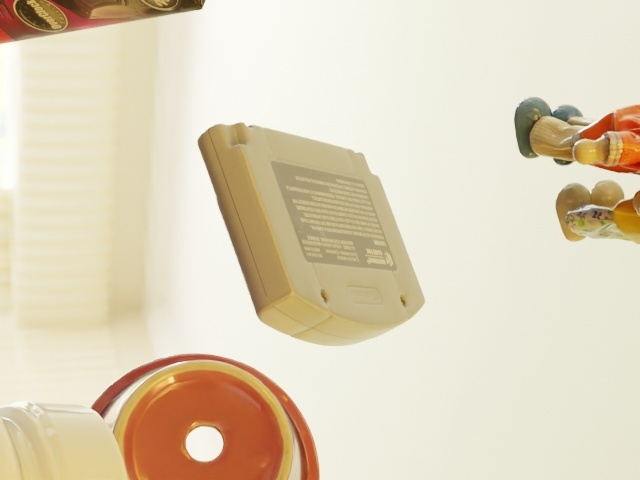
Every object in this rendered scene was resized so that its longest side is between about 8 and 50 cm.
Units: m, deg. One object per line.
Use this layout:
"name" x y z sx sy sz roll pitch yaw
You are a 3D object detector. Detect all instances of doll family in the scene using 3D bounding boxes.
"doll family" 0.239 -0.022 0.851 0.163 0.263 0.118 14 -71 55

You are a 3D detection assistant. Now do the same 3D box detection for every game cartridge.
"game cartridge" 0.000 0.000 1.458 0.294 0.060 0.196 8 55 -63

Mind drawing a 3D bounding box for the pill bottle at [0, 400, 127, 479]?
"pill bottle" -0.251 0.151 0.813 0.161 0.283 0.161 -10 -102 54

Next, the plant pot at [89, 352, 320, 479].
"plant pot" -0.094 0.173 1.194 0.180 0.201 0.201 111 -27 -71

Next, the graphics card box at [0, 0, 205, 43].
"graphics card box" -0.302 -0.299 1.510 0.233 0.371 0.094 50 47 -43
